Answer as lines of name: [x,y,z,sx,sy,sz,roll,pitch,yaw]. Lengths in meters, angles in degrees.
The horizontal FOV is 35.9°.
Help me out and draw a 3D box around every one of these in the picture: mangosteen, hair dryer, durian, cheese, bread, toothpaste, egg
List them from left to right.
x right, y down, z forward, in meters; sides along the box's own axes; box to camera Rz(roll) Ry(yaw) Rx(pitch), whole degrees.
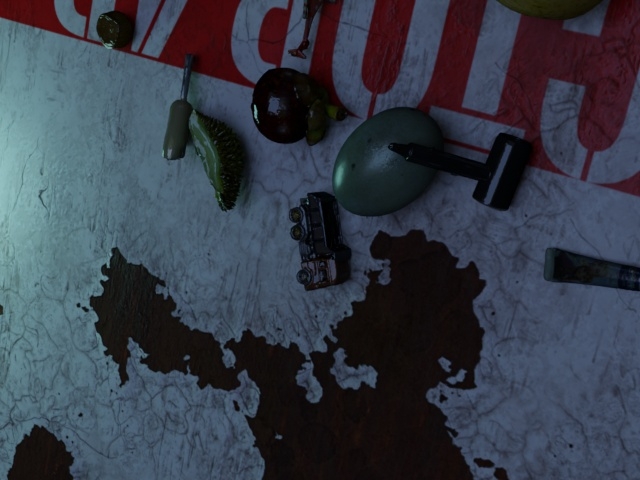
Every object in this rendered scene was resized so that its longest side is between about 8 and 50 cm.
bread: [-0.452,-0.466,2.187,0.085,0.053,0.085,15,114,36]
cheese: [-0.294,-0.280,2.092,0.050,0.127,0.235,8,90,-5]
durian: [-0.202,-0.164,2.047,0.095,0.137,0.220,-15,79,0]
mangosteen: [-0.044,-0.267,1.923,0.181,0.156,0.145,-14,60,4]
egg: [0.121,-0.141,1.807,0.236,0.169,0.169,-41,75,30]
hair dryer: [0.240,-0.145,1.712,0.070,0.255,0.128,-124,52,-63]
toothpaste: [0.483,0.057,1.689,0.216,0.037,0.062,11,103,35]

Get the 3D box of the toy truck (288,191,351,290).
toy truck: [0.000,0.000,1.949,0.092,0.083,0.192,-7,91,27]

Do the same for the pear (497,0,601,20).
pear: [0.360,-0.484,1.579,0.271,0.271,0.271,4,98,31]

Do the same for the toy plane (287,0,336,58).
toy plane: [-0.008,-0.451,1.908,0.126,0.077,0.194,4,106,35]
